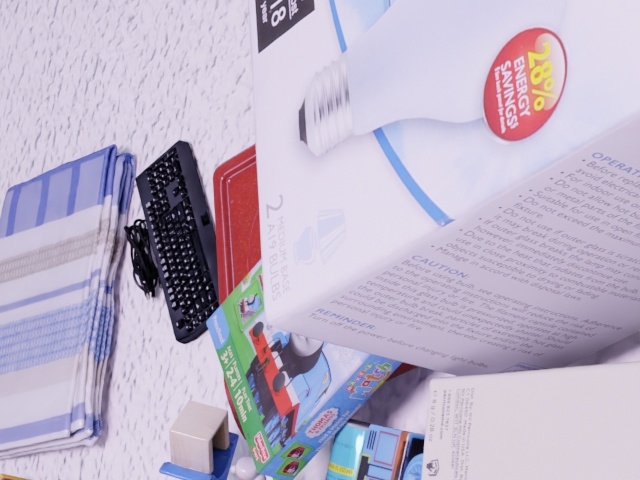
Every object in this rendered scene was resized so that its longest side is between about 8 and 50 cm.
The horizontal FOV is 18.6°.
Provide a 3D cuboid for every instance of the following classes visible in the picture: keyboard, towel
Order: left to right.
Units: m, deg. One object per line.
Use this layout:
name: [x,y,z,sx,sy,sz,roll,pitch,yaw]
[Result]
towel: [-0.254,0.064,1.833,0.209,0.034,0.285,-17,62,47]
keyboard: [-0.137,0.005,1.716,0.100,0.038,0.192,-43,46,30]

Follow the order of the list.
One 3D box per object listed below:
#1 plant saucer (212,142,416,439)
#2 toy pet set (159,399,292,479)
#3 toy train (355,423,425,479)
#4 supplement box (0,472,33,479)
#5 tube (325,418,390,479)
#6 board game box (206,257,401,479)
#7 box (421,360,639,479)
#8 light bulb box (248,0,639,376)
plant saucer: [0.000,0.000,1.553,0.259,0.048,0.258,-28,56,39]
toy pet set: [-0.066,0.178,1.514,0.114,0.122,0.065,14,129,18]
toy train: [0.066,0.218,1.372,0.105,0.080,0.184,4,81,59]
supplement box: [-0.273,0.260,1.770,0.055,0.043,0.083,-56,42,16]
tube: [0.017,0.238,1.446,0.080,0.052,0.207,11,89,62]
board game box: [0.006,0.051,1.454,0.211,0.039,0.160,-48,41,25]
box: [0.197,0.132,1.225,0.275,0.113,0.094,-9,69,48]
light bulb box: [0.149,-0.142,1.237,0.361,0.225,0.358,-32,53,44]
